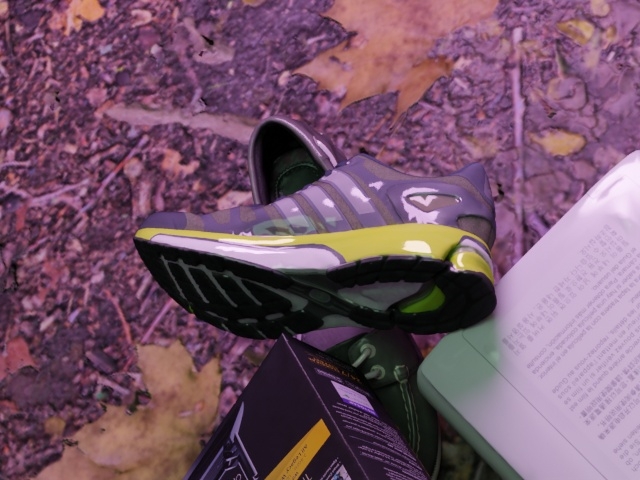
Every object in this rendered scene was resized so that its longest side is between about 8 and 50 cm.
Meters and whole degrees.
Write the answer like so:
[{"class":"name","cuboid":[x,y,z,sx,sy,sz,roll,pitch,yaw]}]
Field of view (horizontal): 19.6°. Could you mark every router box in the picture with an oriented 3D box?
[{"class":"router box","cuboid":[-0.046,0.254,1.308,0.309,0.081,0.243,-56,29,13]}]

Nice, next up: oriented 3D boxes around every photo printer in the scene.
[{"class":"photo printer","cuboid":[0.254,0.117,1.316,0.256,0.107,0.307,-46,59,1]}]

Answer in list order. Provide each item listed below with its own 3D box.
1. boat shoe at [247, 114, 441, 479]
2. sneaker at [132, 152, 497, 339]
[{"class":"boat shoe","cuboid":[0.004,0.051,1.464,0.112,0.095,0.335,-24,61,14]},{"class":"sneaker","cuboid":[0.000,0.000,1.399,0.300,0.111,0.121,2,50,23]}]
